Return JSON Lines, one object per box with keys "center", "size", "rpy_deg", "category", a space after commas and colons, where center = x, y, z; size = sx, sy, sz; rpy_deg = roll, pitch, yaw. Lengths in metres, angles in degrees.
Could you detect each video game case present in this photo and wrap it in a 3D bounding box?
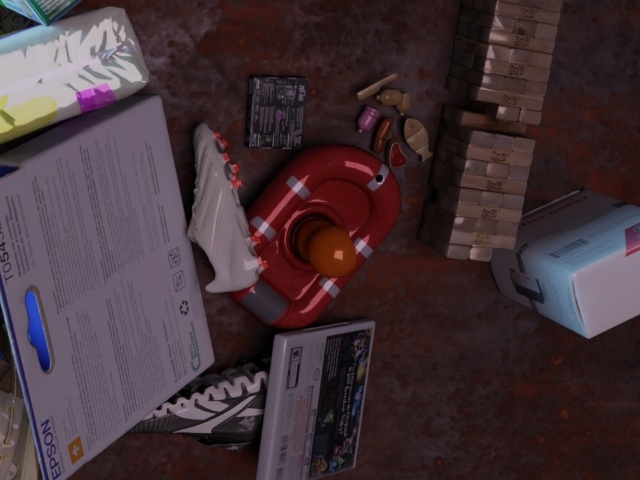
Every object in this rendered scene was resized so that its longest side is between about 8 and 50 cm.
{"center": [-0.005, 0.193, 1.914], "size": [0.173, 0.022, 0.190], "rpy_deg": [-6, 107, -51], "category": "video game case"}

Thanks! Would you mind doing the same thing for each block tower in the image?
{"center": [0.200, -0.149, 1.918], "size": [0.091, 0.097, 0.335], "rpy_deg": [6, 103, -24], "category": "block tower"}

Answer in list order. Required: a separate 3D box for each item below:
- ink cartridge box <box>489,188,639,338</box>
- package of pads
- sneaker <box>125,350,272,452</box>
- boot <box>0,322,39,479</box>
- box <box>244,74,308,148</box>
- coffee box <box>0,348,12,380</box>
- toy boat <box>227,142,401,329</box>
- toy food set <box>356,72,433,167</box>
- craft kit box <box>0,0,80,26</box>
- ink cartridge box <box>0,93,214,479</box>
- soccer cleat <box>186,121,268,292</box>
{"center": [0.317, 0.023, 1.938], "size": [0.159, 0.218, 0.092], "rpy_deg": [-24, 112, -15], "category": "ink cartridge box"}
{"center": [-0.342, -0.144, 1.622], "size": [0.296, 0.229, 0.101], "rpy_deg": [-22, 100, -18], "category": "package of pads"}
{"center": [-0.126, 0.204, 1.879], "size": [0.234, 0.078, 0.106], "rpy_deg": [-15, 106, -21], "category": "sneaker"}
{"center": [-0.390, 0.191, 1.770], "size": [0.165, 0.077, 0.213], "rpy_deg": [-2, 107, -20], "category": "boot"}
{"center": [-0.050, -0.147, 1.855], "size": [0.067, 0.018, 0.083], "rpy_deg": [-1, 104, -22], "category": "box"}
{"center": [-0.415, 0.121, 1.646], "size": [0.098, 0.246, 0.141], "rpy_deg": [39, 87, -25], "category": "coffee box"}
{"center": [0.000, 0.000, 1.839], "size": [0.151, 0.151, 0.231], "rpy_deg": [41, 86, -26], "category": "toy boat"}
{"center": [0.081, -0.136, 1.913], "size": [0.078, 0.019, 0.122], "rpy_deg": [-29, 120, -13], "category": "toy food set"}
{"center": [-0.217, -0.320, 1.618], "size": [0.250, 0.246, 0.061], "rpy_deg": [-41, 111, -9], "category": "craft kit box"}
{"center": [-0.245, 0.045, 1.695], "size": [0.330, 0.071, 0.324], "rpy_deg": [-36, 121, -54], "category": "ink cartridge box"}
{"center": [-0.119, -0.037, 1.797], "size": [0.076, 0.068, 0.196], "rpy_deg": [-19, 76, 7], "category": "soccer cleat"}
